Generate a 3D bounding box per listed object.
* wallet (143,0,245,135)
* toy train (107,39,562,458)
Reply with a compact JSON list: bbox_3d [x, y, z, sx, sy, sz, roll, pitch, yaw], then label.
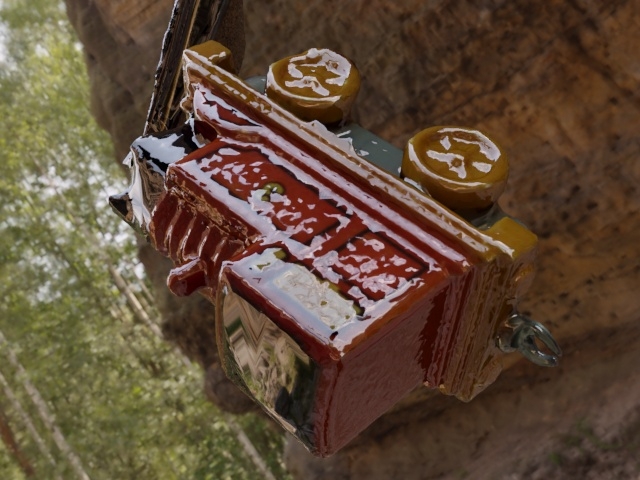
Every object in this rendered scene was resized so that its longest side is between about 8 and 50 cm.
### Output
[{"bbox_3d":[-0.144,-0.175,0.902,0.221,0.072,0.262,147,142,-81],"label":"wallet"},{"bbox_3d":[0.000,0.000,0.585,0.232,0.369,0.163,-33,-35,-34],"label":"toy train"}]
